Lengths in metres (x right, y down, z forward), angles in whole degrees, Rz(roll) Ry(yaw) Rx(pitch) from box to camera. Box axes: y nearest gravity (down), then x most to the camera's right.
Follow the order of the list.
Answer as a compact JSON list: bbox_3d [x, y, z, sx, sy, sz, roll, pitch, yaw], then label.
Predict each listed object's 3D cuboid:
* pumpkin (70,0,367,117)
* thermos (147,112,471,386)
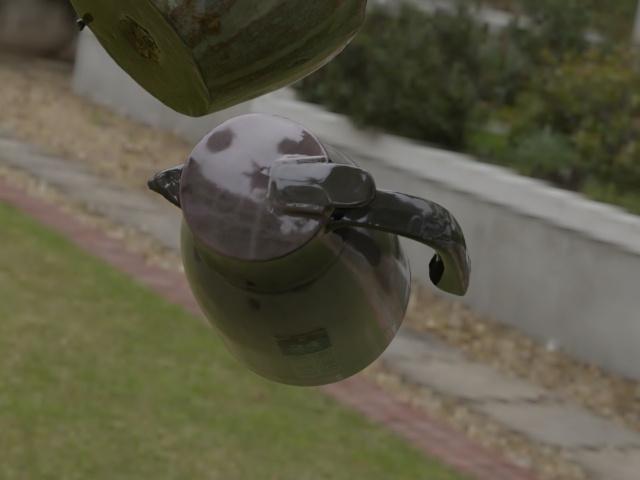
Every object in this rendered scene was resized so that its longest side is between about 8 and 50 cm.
[{"bbox_3d":[-0.087,-0.161,1.122,0.217,0.110,0.217,25,-30,16],"label":"pumpkin"},{"bbox_3d":[0.000,0.000,0.835,0.137,0.105,0.193,8,-15,8],"label":"thermos"}]
